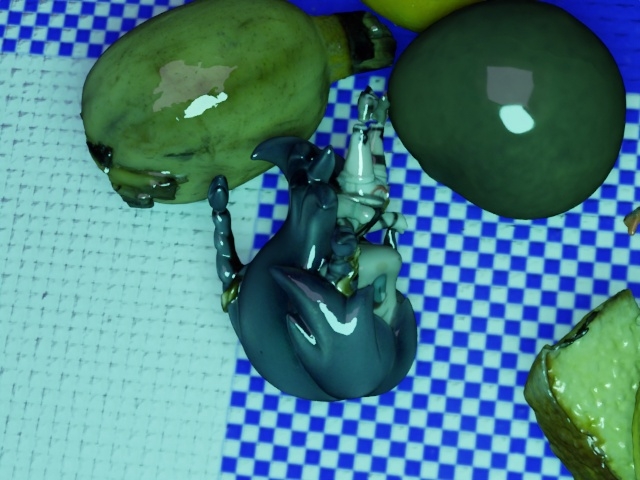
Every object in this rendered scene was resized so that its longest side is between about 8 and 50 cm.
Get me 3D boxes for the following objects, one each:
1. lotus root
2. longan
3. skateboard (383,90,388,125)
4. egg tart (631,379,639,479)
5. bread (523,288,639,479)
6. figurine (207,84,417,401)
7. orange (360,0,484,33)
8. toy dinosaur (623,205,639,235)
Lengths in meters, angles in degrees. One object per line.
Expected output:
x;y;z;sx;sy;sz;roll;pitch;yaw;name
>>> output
-0.075;-0.148;1.412;0.310;0.183;0.182;-24;72;-5;lotus root
0.172;-0.125;1.360;0.220;0.196;0.196;28;80;14;longan
0.072;-0.097;1.454;0.064;0.032;0.083;28;77;5;skateboard
0.403;0.177;1.185;0.339;0.153;0.351;40;54;-9;egg tart
0.269;0.167;1.286;0.129;0.134;0.260;-43;100;-21;bread
0.004;0.012;1.343;0.197;0.175;0.265;-17;78;42;figurine
0.096;-0.263;1.434;0.156;0.156;0.124;18;107;13;orange
0.421;-0.009;1.362;0.280;0.055;0.101;-6;64;9;toy dinosaur
